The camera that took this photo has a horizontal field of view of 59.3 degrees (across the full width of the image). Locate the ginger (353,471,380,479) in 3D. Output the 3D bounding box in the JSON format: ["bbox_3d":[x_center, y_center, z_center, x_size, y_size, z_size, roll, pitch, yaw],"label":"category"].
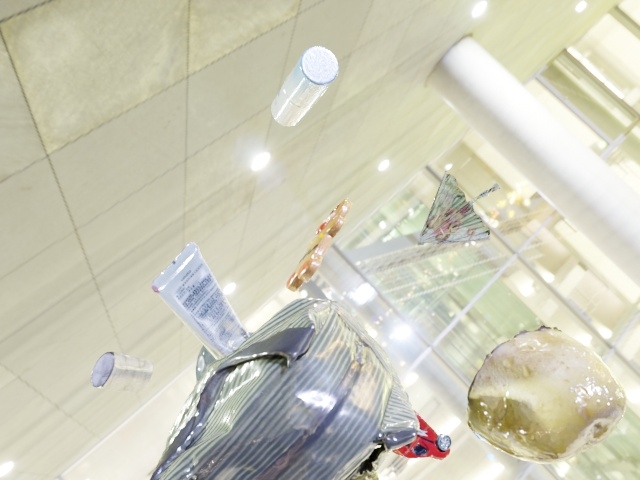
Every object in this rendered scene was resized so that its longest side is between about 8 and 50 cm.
[{"bbox_3d":[-0.046,0.576,1.223,0.358,0.413,0.211,-52,169,-4],"label":"ginger"}]

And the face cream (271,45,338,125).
[{"bbox_3d":[-0.038,-0.304,1.136,0.077,0.077,0.250,-41,-173,-18],"label":"face cream"}]

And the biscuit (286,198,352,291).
[{"bbox_3d":[-0.001,0.000,1.227,0.250,0.036,0.165,-59,-172,-31],"label":"biscuit"}]

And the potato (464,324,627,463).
[{"bbox_3d":[0.440,0.304,1.065,0.285,0.243,0.242,-23,165,-17],"label":"potato"}]

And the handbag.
[{"bbox_3d":[-0.043,0.241,0.704,0.341,0.247,0.240,-48,-175,-6],"label":"handbag"}]

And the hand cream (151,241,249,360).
[{"bbox_3d":[-0.224,0.163,1.163,0.124,0.077,0.341,-52,133,-31],"label":"hand cream"}]

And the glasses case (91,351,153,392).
[{"bbox_3d":[-0.628,0.424,1.806,0.299,0.060,0.114,69,39,-72],"label":"glasses case"}]

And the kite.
[{"bbox_3d":[0.371,-0.068,1.525,0.267,0.013,0.323,-38,131,12],"label":"kite"}]

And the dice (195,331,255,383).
[{"bbox_3d":[-0.221,0.354,1.510,0.181,0.183,0.182,8,148,-34],"label":"dice"}]

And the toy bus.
[{"bbox_3d":[0.159,0.361,1.080,0.089,0.195,0.081,-47,-172,-20],"label":"toy bus"}]
